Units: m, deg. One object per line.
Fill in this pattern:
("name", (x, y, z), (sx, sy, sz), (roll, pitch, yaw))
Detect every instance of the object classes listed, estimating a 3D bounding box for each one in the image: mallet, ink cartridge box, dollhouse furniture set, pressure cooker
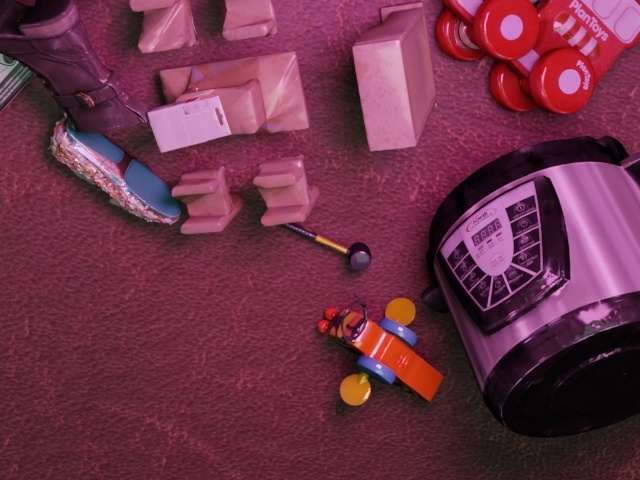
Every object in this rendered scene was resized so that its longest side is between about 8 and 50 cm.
("mallet", (0.000, 0.000, 1.767), (0.189, 0.062, 0.039), (22, 103, -15))
("ink cartridge box", (-0.186, -0.172, 1.540), (0.115, 0.029, 0.063), (-12, 108, 17))
("dollhouse furniture set", (-0.039, -0.236, 1.635), (0.394, 0.256, 0.362), (-5, 111, 16))
("ink cartridge box", (-0.516, -0.236, 1.618), (0.097, 0.046, 0.207), (42, 99, -18))
("pressure cooker", (0.363, 0.051, 1.663), (0.369, 0.420, 0.376), (-8, 144, -12))

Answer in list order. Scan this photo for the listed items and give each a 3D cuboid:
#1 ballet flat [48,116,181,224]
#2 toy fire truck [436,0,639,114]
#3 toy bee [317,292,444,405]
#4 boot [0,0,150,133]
("ballet flat", (-0.328, -0.103, 1.685), (0.241, 0.091, 0.077), (42, 129, -15))
("toy fire truck", (0.343, -0.350, 1.650), (0.302, 0.169, 0.254), (40, 85, -19))
("toy bee", (0.085, 0.162, 1.810), (0.195, 0.162, 0.298), (-41, 127, -26))
("boot", (-0.397, -0.241, 1.546), (0.262, 0.091, 0.229), (6, 142, 30))
